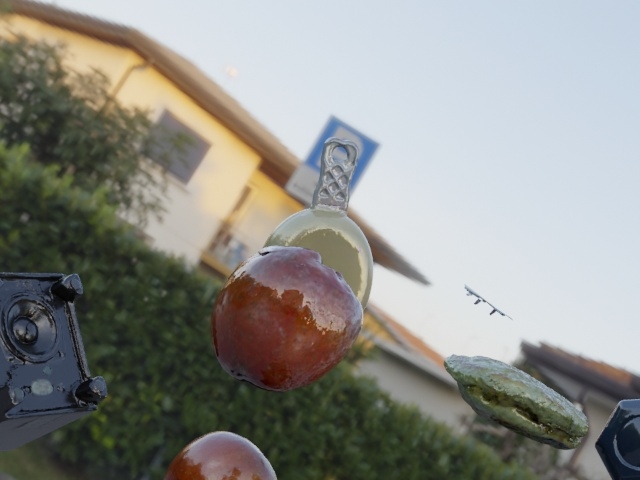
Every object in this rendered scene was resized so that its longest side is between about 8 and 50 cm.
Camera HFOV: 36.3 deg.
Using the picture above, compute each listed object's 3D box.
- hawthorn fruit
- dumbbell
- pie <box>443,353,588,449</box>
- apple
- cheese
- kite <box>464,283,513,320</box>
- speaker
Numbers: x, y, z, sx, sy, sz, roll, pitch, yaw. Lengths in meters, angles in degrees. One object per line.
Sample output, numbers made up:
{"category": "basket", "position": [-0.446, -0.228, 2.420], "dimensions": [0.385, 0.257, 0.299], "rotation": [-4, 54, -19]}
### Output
{"category": "hawthorn fruit", "position": [-0.043, 0.092, 1.125], "dimensions": [0.173, 0.173, 0.173], "rotation": [31, -8, 5]}
{"category": "dumbbell", "position": [0.561, 0.356, 1.519], "dimensions": [0.325, 0.144, 0.160], "rotation": [35, 23, -43]}
{"category": "pie", "position": [0.295, 0.242, 1.450], "dimensions": [0.248, 0.090, 0.201], "rotation": [27, 2, -27]}
{"category": "apple", "position": [-0.170, 0.429, 1.609], "dimensions": [0.210, 0.173, 0.235], "rotation": [38, -40, 41]}
{"category": "cheese", "position": [0.019, 0.002, 1.285], "dimensions": [0.163, 0.249, 0.071], "rotation": [32, -4, -22]}
{"category": "kite", "position": [0.335, 0.127, 1.967], "dimensions": [0.127, 0.016, 0.229], "rotation": [33, 7, 11]}
{"category": "speaker", "position": [-0.485, 0.182, 1.474], "dimensions": [0.254, 0.232, 0.184], "rotation": [-27, -17, 31]}
